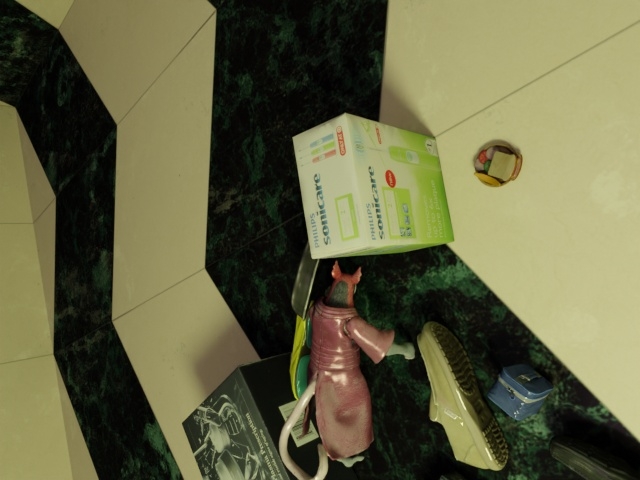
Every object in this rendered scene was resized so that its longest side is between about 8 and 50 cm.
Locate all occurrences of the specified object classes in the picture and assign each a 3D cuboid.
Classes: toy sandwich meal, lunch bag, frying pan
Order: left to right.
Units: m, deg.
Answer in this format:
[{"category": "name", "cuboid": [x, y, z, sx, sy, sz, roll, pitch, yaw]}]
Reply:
[{"category": "frying pan", "cuboid": [-0.002, 0.004, 0.979, 0.053, 0.197, 0.326, 14, 94, 3]}, {"category": "toy sandwich meal", "cuboid": [0.302, -0.129, 0.829, 0.086, 0.029, 0.085, 2, 93, 42]}, {"category": "lunch bag", "cuboid": [0.322, 0.238, 0.777, 0.067, 0.098, 0.065, 39, 113, 40]}]

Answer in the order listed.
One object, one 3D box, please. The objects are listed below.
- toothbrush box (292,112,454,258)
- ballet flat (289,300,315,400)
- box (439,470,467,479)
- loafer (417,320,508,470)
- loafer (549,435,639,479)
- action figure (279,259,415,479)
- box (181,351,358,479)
[{"category": "toothbrush box", "cuboid": [0.102, -0.083, 0.841, 0.122, 0.283, 0.206, -15, 81, 42]}, {"category": "ballet flat", "cuboid": [-0.035, 0.252, 1.123, 0.077, 0.077, 0.230, 9, 92, 55]}, {"category": "box", "cuboid": [0.251, 0.565, 0.846, 0.183, 0.059, 0.232, 31, 103, 43]}, {"category": "loafer", "cuboid": [0.232, 0.278, 0.858, 0.092, 0.102, 0.268, -32, 71, 32]}, {"category": "loafer", "cuboid": [0.437, 0.366, 0.692, 0.223, 0.076, 0.078, 25, 100, 35]}, {"category": "action figure", "cuboid": [0.016, 0.221, 0.945, 0.248, 0.276, 0.370, 13, 107, 45]}, {"category": "box", "cuboid": [-0.133, 0.502, 1.143, 0.312, 0.179, 0.343, -49, 61, 33]}]
